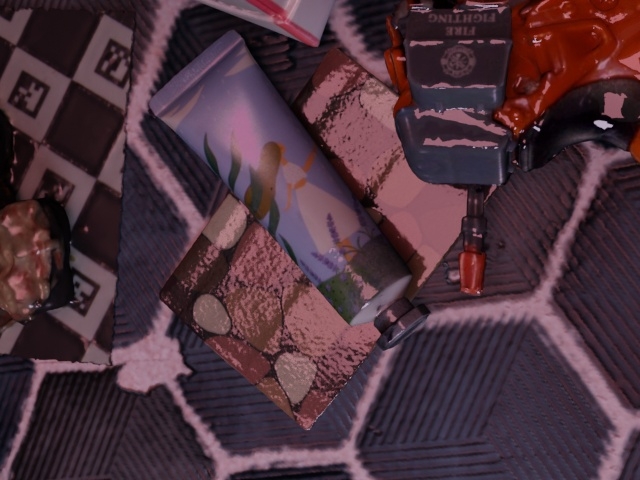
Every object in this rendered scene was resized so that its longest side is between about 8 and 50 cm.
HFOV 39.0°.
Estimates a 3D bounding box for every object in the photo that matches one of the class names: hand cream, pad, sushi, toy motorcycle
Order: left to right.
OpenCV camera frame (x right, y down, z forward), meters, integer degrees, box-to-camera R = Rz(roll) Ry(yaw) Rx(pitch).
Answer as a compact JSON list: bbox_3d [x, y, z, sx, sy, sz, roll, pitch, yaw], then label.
[{"bbox_3d":[-0.295,-0.052,0.708,0.294,0.059,0.292,3,92,17],"label":"sushi"},{"bbox_3d":[-0.020,-0.033,0.634,0.088,0.055,0.256,-41,74,9],"label":"hand cream"},{"bbox_3d":[0.000,0.000,0.653,0.158,0.003,0.235,39,101,12],"label":"pad"},{"bbox_3d":[0.196,-0.075,0.532,0.325,0.148,0.221,2,69,13],"label":"toy motorcycle"}]

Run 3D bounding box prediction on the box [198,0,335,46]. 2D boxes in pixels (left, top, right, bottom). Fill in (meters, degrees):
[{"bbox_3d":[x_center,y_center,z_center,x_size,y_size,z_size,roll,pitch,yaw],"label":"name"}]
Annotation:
[{"bbox_3d":[-0.116,-0.330,0.522,0.314,0.300,0.312,25,98,14],"label":"box"}]
